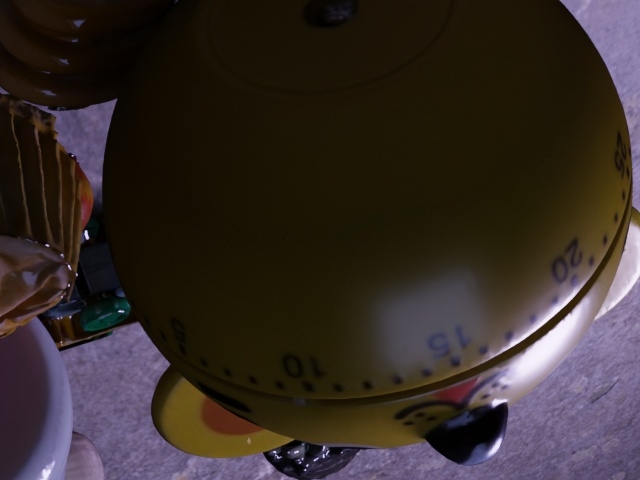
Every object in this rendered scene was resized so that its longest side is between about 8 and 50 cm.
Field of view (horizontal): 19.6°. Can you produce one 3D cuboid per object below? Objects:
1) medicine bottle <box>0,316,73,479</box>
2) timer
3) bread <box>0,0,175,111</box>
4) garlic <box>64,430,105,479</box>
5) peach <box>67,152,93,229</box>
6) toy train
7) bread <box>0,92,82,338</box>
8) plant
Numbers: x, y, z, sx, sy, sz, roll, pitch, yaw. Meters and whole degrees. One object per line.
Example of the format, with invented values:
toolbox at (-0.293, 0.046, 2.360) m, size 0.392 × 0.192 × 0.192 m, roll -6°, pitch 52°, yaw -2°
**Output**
medicine bottle at (-0.339, 0.191, 1.520) m, size 0.256 × 0.256 × 0.325 m, roll -16°, pitch 156°, yaw -21°
timer at (0.041, -0.006, 1.210) m, size 0.376 × 0.376 × 0.387 m, roll -23°, pitch 138°, yaw -6°
bread at (-0.151, -0.155, 1.198) m, size 0.119 × 0.084 × 0.177 m, roll -12°, pitch 150°, yaw -31°
garlic at (-0.317, 0.261, 1.922) m, size 0.198 × 0.090 × 0.128 m, roll -21°, pitch 170°, yaw -22°
peach at (-0.219, -0.020, 1.441) m, size 0.098 × 0.061 × 0.098 m, roll -26°, pitch 153°, yaw -14°
toy train at (-0.168, 0.031, 1.577) m, size 0.227 × 0.091 × 0.136 m, roll -17°, pitch 166°, yaw -22°
bread at (-0.280, 0.005, 1.312) m, size 0.240 × 0.139 × 0.240 m, roll -16°, pitch 147°, yaw -11°
plant at (-0.014, 0.185, 2.011) m, size 0.132 × 0.129 × 0.194 m, roll -26°, pitch 161°, yaw -6°
